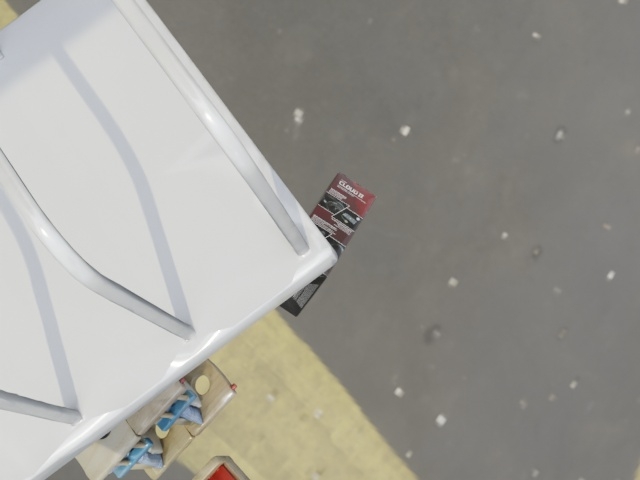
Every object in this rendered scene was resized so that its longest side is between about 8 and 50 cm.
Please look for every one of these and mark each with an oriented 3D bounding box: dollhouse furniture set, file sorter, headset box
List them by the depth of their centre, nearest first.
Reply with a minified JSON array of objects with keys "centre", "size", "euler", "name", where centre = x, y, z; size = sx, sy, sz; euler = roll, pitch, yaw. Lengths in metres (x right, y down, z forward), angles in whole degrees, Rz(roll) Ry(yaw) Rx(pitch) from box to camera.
[{"centre":[-0.170,-0.001,0.466],"size":[0.277,0.193,0.173],"euler":[-37,165,0],"name":"file sorter"},{"centre":[0.000,0.000,0.740],"size":[0.083,0.032,0.062],"euler":[-56,-179,-36],"name":"headset box"},{"centre":[-0.124,0.204,1.071],"size":[0.129,0.183,0.129],"euler":[-48,159,6],"name":"dollhouse furniture set"}]
